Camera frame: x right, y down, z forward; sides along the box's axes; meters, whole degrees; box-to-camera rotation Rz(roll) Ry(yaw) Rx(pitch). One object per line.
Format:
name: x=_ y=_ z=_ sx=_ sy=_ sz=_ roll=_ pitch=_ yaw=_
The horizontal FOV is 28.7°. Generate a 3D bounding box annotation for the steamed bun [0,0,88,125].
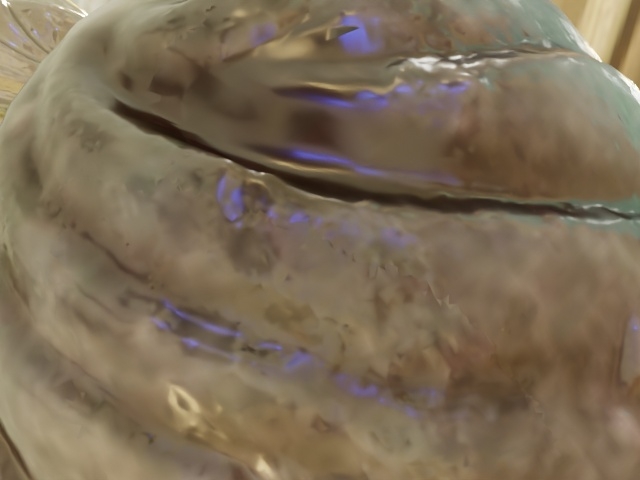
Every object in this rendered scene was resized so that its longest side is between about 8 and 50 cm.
steamed bun: x=-0.220 y=-0.086 z=0.768 sx=0.106 sy=0.183 sz=0.182 roll=9 pitch=-85 yaw=-61

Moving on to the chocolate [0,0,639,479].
chocolate: x=0.000 y=0.000 z=0.442 sx=0.213 sy=0.303 sz=0.303 roll=61 pitch=-161 yaw=-26
